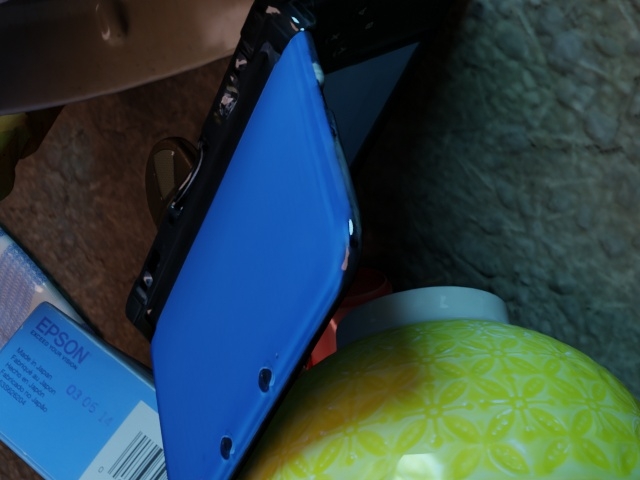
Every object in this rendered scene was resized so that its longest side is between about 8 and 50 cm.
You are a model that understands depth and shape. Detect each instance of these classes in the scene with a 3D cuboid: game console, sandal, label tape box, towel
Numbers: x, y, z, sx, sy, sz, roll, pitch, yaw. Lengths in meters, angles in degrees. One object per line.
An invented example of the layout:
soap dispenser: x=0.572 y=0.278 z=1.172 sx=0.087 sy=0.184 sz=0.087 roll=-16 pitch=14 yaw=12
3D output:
game console: x=0.000 y=0.000 z=0.825 sx=0.173 sy=0.250 sz=0.293 roll=48 pitch=136 yaw=18
sandal: x=-0.058 y=0.010 z=1.042 sx=0.090 sy=0.060 sz=0.219 roll=-15 pitch=116 yaw=52
label tape box: x=-0.109 y=0.197 z=1.119 sx=0.240 sy=0.106 sz=0.334 roll=35 pitch=173 yaw=24
towel: x=-0.336 y=0.065 z=1.343 sx=0.285 sy=0.034 sz=0.209 roll=45 pitch=135 yaw=15

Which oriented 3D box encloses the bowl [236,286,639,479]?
bowl: x=0.076 y=0.122 z=0.864 sx=0.289 sy=0.289 sz=0.156 roll=-36 pitch=51 yaw=47

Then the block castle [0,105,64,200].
block castle: x=-0.359 y=-0.219 z=0.929 sx=0.212 sy=0.303 sz=0.453 roll=-6 pitch=129 yaw=28

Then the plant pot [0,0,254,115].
plant pot: x=-0.151 y=-0.267 z=0.810 sx=0.334 sy=0.333 sz=0.306 roll=-19 pitch=88 yaw=47

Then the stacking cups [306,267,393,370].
stacking cups: x=0.044 y=0.174 z=1.022 sx=0.096 sy=0.096 sz=0.316 roll=11 pitch=114 yaw=39
